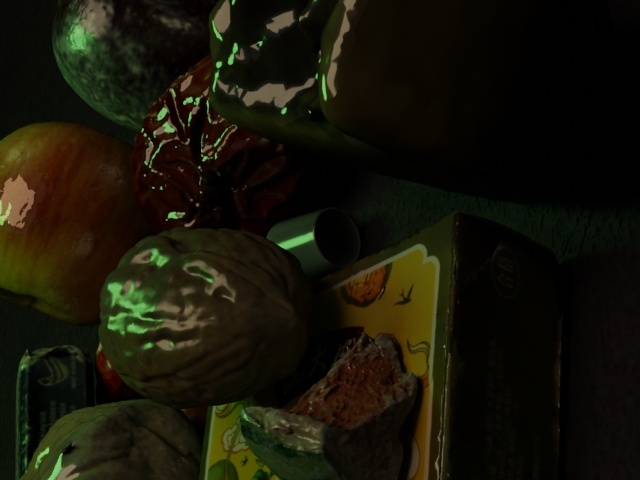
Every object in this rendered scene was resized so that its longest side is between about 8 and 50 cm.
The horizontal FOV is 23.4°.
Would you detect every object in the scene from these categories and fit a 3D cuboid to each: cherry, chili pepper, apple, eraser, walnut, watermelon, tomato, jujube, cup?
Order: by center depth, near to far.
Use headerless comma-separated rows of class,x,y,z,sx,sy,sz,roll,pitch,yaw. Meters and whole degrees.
watermelon,0.031,0.160,1.232,0.098,0.158,0.121,4,116,43
walnut,-0.098,0.069,1.382,0.230,0.178,0.178,-2,68,47
cup,0.000,0.000,1.654,0.077,0.078,0.100,-22,21,46
tomato,-0.137,0.210,1.717,0.087,0.075,0.087,-174,90,-69
jujube,-0.103,-0.097,1.743,0.232,0.213,0.213,-51,32,27
eraser,-0.318,0.295,1.868,0.155,0.101,0.332,103,162,-50
cherry,-0.188,-0.234,1.906,0.255,0.296,0.218,-132,62,-70
chili pepper,-0.225,0.115,1.909,0.144,0.136,0.253,58,136,16
apple,-0.330,-0.020,1.994,0.286,0.286,0.233,-10,56,57

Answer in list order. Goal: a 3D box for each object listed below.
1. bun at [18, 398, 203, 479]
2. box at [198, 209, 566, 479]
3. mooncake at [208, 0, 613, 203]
bun,-0.221,0.296,1.602,0.281,0.204,0.282,2,93,44
box,0.037,0.229,1.351,0.373,0.138,0.420,-29,47,48
mooncake,0.053,-0.185,1.359,0.394,0.393,0.246,20,85,27
